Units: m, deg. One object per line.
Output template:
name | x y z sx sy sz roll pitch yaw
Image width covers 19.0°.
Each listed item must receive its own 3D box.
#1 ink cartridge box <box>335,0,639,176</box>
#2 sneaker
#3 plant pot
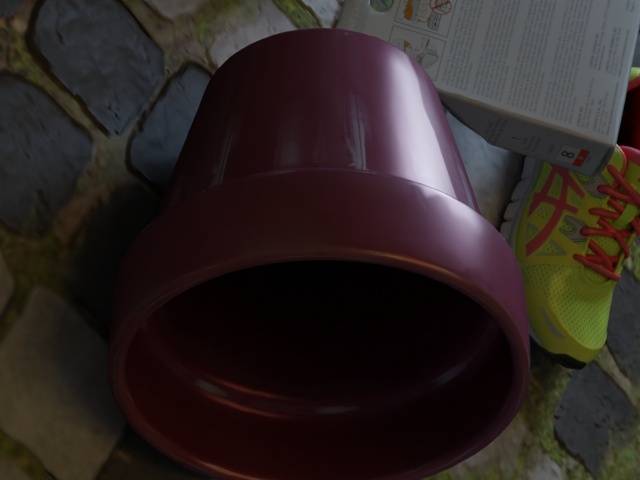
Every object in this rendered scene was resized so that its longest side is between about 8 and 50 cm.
ink cartridge box | 0.103 -0.129 1.170 0.179 0.045 0.145 16 60 0
sneaker | 0.171 -0.023 1.190 0.081 0.094 0.208 25 62 -39
plant pot | 0.000 0.000 0.959 0.201 0.201 0.180 33 41 -33
